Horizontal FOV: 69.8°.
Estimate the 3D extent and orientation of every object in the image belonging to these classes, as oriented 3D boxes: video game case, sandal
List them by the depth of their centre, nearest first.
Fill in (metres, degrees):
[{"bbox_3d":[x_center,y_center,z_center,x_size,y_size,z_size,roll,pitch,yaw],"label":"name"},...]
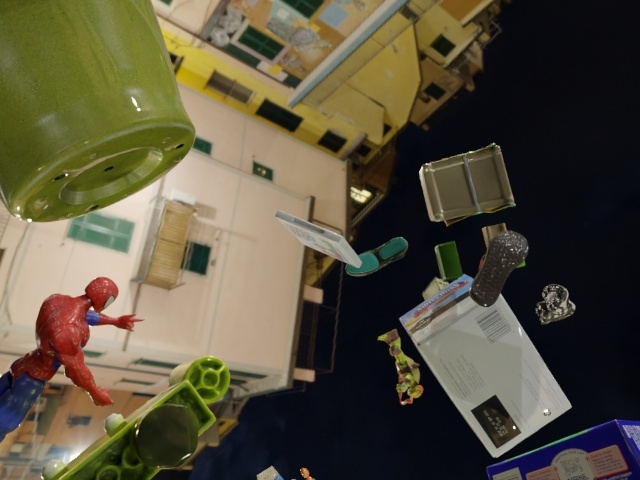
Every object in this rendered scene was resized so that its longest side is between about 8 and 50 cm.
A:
[{"bbox_3d":[0.318,0.050,0.835,0.179,0.067,0.040,-48,168,-25],"label":"sandal"},{"bbox_3d":[0.000,0.000,0.895,0.143,0.157,0.019,23,-101,24],"label":"video game case"}]

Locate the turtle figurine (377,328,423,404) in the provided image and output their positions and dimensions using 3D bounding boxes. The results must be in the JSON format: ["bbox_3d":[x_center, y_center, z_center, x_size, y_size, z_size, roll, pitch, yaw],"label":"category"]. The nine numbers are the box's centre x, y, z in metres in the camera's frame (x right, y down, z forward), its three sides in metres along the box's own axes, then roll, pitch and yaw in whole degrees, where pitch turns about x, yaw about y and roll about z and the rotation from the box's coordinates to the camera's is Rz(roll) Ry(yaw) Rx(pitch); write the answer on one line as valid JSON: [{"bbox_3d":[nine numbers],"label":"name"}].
[{"bbox_3d":[0.244,0.370,1.340,0.087,0.269,0.217,-27,-105,10],"label":"turtle figurine"}]

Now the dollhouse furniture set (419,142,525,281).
[{"bbox_3d":[0.376,-0.061,1.157,0.197,0.151,0.302,-13,-98,12],"label":"dollhouse furniture set"}]

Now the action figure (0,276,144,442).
[{"bbox_3d":[-0.288,0.162,0.499,0.280,0.139,0.091,-52,-132,2],"label":"action figure"}]

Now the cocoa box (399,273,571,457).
[{"bbox_3d":[0.401,0.301,1.166,0.231,0.347,0.228,-35,-174,3],"label":"cocoa box"}]

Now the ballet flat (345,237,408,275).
[{"bbox_3d":[0.161,0.056,1.289,0.188,0.070,0.070,-24,-138,1],"label":"ballet flat"}]

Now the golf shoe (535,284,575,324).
[{"bbox_3d":[0.707,0.181,1.354,0.093,0.198,0.077,-8,-121,5],"label":"golf shoe"}]

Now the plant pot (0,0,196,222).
[{"bbox_3d":[-0.343,-0.227,0.569,0.366,0.366,0.353,-31,-90,46],"label":"plant pot"}]

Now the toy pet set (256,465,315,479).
[{"bbox_3d":[-0.075,0.518,0.933,0.122,0.114,0.065,-31,-154,-5],"label":"toy pet set"}]

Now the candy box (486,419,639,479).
[{"bbox_3d":[0.501,0.405,0.774,0.268,0.317,0.122,-50,-144,41],"label":"candy box"}]

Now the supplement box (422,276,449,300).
[{"bbox_3d":[0.398,0.185,1.547,0.083,0.056,0.083,-60,-161,26],"label":"supplement box"}]

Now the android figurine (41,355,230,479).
[{"bbox_3d":[-0.189,0.194,0.394,0.248,0.056,0.273,-36,180,-32],"label":"android figurine"}]
